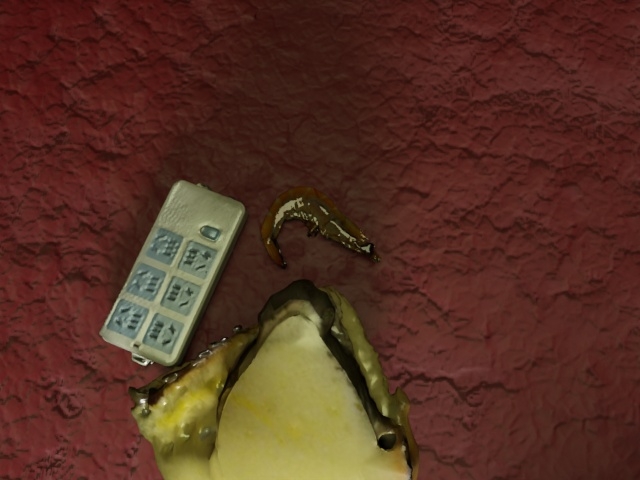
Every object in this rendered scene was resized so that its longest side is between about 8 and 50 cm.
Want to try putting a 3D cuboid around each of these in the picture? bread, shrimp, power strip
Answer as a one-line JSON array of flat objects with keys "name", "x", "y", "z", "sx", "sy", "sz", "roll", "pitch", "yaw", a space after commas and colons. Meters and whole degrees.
[{"name": "bread", "x": -0.024, "y": 0.161, "z": 0.503, "sx": 0.262, "sy": 0.162, "sz": 0.204, "roll": -31, "pitch": 77, "yaw": 35}, {"name": "shrimp", "x": 0.000, "y": 0.000, "z": 0.607, "sx": 0.127, "sy": 0.025, "sz": 0.091, "roll": 30, "pitch": 78, "yaw": 10}, {"name": "power strip", "x": -0.142, "y": 0.032, "z": 0.592, "sx": 0.081, "sy": 0.035, "sz": 0.192, "roll": 22, "pitch": 77, "yaw": 6}]
